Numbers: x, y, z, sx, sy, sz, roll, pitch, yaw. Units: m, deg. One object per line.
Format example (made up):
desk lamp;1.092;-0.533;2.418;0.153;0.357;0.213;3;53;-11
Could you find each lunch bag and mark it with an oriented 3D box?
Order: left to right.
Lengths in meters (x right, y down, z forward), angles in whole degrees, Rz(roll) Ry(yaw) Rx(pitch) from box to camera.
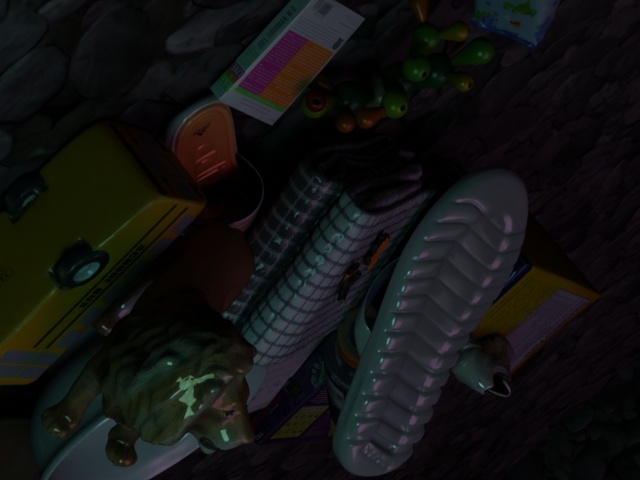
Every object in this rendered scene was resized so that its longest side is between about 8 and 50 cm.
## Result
lunch bag;0.218;-0.299;1.620;0.151;0.096;0.129;-60;169;-27

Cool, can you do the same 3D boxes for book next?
book;-0.031;-0.183;1.547;0.144;0.035;0.096;-45;155;15

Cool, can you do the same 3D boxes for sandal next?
sandal;-0.108;-0.051;1.629;0.102;0.076;0.265;-33;158;-11
sandal;0.107;0.086;1.910;0.169;0.102;0.416;19;101;-44

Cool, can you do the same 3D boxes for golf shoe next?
golf shoe;0.215;0.170;2.029;0.069;0.086;0.176;-46;158;19

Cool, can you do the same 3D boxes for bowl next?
bowl;-0.219;0.170;1.809;0.298;0.134;0.298;-31;160;-13

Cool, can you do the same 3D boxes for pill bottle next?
pill bottle;0.071;0.180;2.178;0.130;0.130;0.246;-32;155;-14

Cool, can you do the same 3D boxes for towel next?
towel;0.000;0.000;1.789;0.235;0.121;0.283;-55;169;20

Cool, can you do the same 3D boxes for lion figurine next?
lion figurine;-0.135;0.074;1.530;0.240;0.142;0.392;-46;-159;31

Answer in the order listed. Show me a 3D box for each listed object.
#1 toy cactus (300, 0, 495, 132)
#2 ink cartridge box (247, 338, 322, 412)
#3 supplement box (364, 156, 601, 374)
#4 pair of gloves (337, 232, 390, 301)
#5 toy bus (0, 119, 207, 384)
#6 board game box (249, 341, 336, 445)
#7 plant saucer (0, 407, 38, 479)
toy cactus;0.068;-0.170;1.659;0.219;0.112;0.180;-30;179;-15
ink cartridge box;-0.097;0.168;2.123;0.181;0.056;0.225;-16;154;-43
supplement box;0.205;0.047;2.143;0.194;0.195;0.356;-43;157;13
pair of gloves;0.047;0.030;1.725;0.083;0.010;0.074;-46;168;-26
toy bus;-0.271;0.036;1.514;0.332;0.108;0.130;-44;159;16
board game box;0.044;0.232;2.463;0.208;0.056;0.347;-41;158;19
plant saucer;-0.441;0.283;1.830;0.278;0.041;0.278;-32;157;-15
